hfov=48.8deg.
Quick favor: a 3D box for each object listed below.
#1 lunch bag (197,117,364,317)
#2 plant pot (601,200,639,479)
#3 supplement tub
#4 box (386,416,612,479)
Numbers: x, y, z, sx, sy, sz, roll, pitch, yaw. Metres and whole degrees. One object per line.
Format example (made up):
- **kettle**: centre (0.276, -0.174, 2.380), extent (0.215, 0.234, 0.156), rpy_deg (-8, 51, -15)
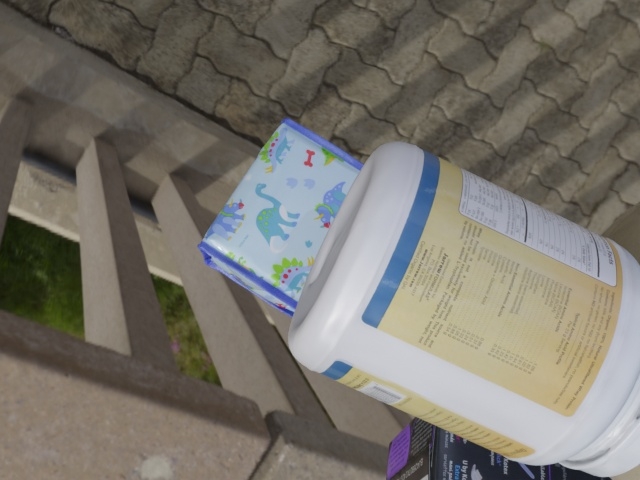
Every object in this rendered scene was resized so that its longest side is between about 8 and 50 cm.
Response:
- **lunch bag**: centre (0.000, 0.000, 0.566), extent (0.151, 0.096, 0.128), rpy_deg (31, 79, 3)
- **plant pot**: centre (0.322, 0.047, 0.498), extent (0.284, 0.284, 0.191), rpy_deg (-21, 141, -12)
- **supplement tub**: centre (0.096, 0.043, 0.420), extent (0.200, 0.144, 0.144), rpy_deg (25, 100, -5)
- **box**: centre (0.209, 0.271, 0.690), extent (0.270, 0.143, 0.165), rpy_deg (14, 145, -5)
